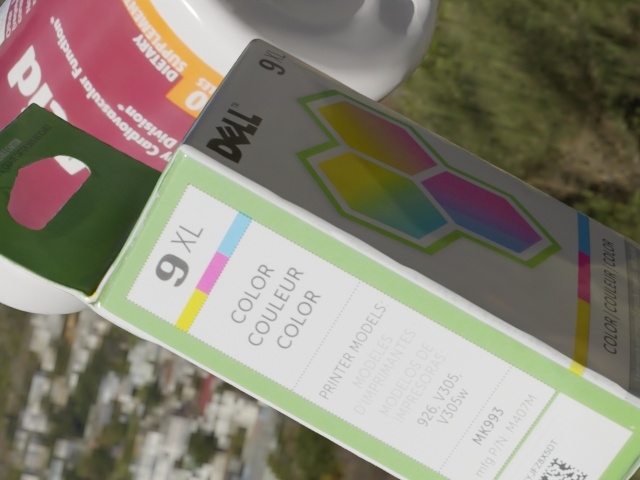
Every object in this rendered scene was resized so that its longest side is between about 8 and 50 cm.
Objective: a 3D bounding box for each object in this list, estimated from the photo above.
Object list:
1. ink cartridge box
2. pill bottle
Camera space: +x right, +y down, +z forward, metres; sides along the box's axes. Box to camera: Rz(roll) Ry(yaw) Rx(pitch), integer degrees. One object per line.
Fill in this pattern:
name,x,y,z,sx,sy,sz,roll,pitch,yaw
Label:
ink cartridge box,0.000,0.000,0.493,0.062,0.209,0.109,-60,3,24
pill bottle,-0.117,-0.107,1.122,0.392,0.224,0.224,-37,37,47
